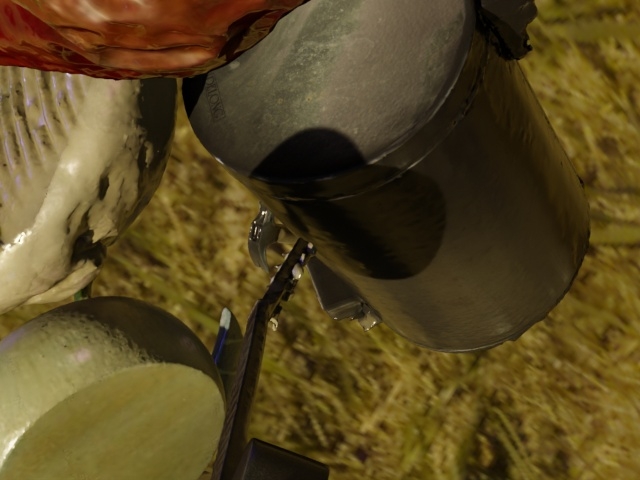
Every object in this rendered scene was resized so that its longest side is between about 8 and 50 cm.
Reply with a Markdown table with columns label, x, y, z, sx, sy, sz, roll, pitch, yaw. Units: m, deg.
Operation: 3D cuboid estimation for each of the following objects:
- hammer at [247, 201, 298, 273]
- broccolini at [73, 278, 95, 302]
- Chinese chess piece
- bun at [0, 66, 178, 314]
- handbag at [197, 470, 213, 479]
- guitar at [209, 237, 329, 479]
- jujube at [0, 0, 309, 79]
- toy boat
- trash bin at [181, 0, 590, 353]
| label | x | y | z | sx | sy | sz | roll | pitch | yaw |
| --- | --- | --- | --- | --- | --- | --- | --- | --- | --- |
| hammer | 0.000 | 0.000 | 1.282 | 0.017 | 0.182 | 0.062 | 24 | 99 | 35 |
| broccolini | -0.202 | 0.052 | 1.351 | 0.057 | 0.071 | 0.254 | -57 | 38 | 30 |
| Chinese chess piece | -0.118 | 0.094 | 0.776 | 0.144 | 0.144 | 0.058 | -46 | 51 | 5 |
| bun | -0.179 | -0.053 | 1.004 | 0.237 | 0.116 | 0.210 | -43 | 45 | 11 |
| handbag | -0.090 | 0.296 | 1.226 | 0.237 | 0.358 | 0.160 | -59 | 41 | 18 |
| guitar | -0.019 | 0.068 | 0.415 | 0.233 | 0.025 | 0.088 | -78 | 12 | -57 |
| jujube | -0.116 | -0.181 | 0.727 | 0.342 | 0.216 | 0.216 | -6 | 65 | 58 |
| toy boat | -0.083 | 0.117 | 1.263 | 0.034 | 0.096 | 0.122 | 29 | 96 | 23 |
| trash bin | 0.062 | -0.064 | 1.068 | 0.252 | 0.301 | 0.203 | -27 | 56 | 11 |
